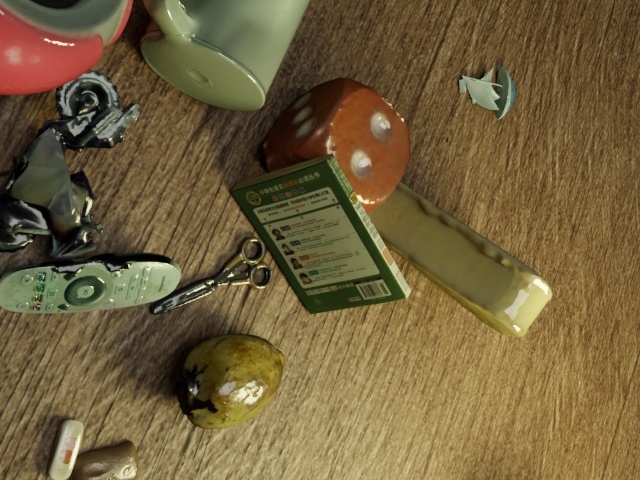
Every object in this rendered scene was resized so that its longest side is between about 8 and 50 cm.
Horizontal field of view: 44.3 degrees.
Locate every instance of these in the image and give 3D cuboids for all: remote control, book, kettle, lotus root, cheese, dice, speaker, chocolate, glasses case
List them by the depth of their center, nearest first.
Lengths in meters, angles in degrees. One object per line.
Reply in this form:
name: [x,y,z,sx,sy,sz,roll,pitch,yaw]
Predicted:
speaker: [-0.364,-0.324,0.922,0.294,0.294,0.294,0,91,-37]
remote control: [-0.315,0.056,1.087,0.256,0.045,0.097,-2,130,-36]
glasses case: [-0.352,0.289,1.087,0.032,0.021,0.083,21,78,-34]
chocolate: [-0.304,0.326,1.120,0.101,0.031,0.064,-3,87,-36]
kettle: [-0.110,-0.377,1.124,0.205,0.265,0.317,25,77,-9]
lotus root: [-0.127,0.206,1.201,0.214,0.138,0.138,-19,102,-47]
book: [0.000,0.000,1.244,0.264,0.202,0.027,58,42,-22]
dice: [0.031,-0.148,1.282,0.175,0.174,0.179,46,65,-27]
cheese: [0.249,0.050,1.336,0.384,0.384,0.104,38,90,-31]

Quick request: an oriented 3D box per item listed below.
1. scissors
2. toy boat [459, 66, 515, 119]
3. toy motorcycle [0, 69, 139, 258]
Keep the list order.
scissors: [-0.169,0.067,1.230,0.220,0.017,0.088,-25,106,-34]
toy boat: [0.348,-0.297,1.608,0.149,0.034,0.105,-21,101,-36]
toy motorcycle: [-0.329,-0.085,1.043,0.159,0.106,0.270,36,84,-27]
